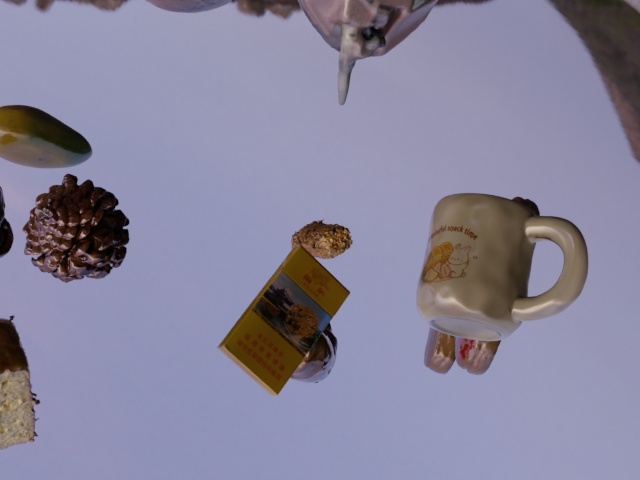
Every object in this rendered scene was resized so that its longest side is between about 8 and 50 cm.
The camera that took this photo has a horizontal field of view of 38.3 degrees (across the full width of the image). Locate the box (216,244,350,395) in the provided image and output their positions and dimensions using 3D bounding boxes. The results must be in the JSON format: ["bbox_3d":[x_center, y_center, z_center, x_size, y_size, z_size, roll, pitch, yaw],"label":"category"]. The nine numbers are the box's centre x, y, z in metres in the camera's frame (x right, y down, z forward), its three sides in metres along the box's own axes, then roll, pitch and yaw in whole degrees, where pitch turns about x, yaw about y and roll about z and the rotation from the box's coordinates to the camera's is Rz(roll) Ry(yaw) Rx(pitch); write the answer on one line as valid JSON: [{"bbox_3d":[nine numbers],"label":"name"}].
[{"bbox_3d":[-0.039,0.089,1.046,0.087,0.023,0.155,42,-116,-12],"label":"box"}]

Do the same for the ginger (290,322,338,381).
[{"bbox_3d":[-0.027,0.187,1.611,0.309,0.107,0.132,39,-135,-80],"label":"ginger"}]

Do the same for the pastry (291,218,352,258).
[{"bbox_3d":[0.000,0.000,1.632,0.056,0.080,0.140,58,166,-16],"label":"pastry"}]

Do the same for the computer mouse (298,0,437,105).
[{"bbox_3d":[0.058,-0.324,0.879,0.200,0.388,0.115,1,-159,-34],"label":"computer mouse"}]

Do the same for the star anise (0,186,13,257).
[{"bbox_3d":[-0.624,0.014,1.680,0.103,0.272,0.272,26,-154,-8],"label":"star anise"}]

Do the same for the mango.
[{"bbox_3d":[-0.574,-0.198,1.845,0.237,0.137,0.091,34,-138,-56],"label":"mango"}]

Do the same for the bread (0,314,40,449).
[{"bbox_3d":[-0.594,0.231,1.573,0.195,0.340,0.178,-10,-123,-22],"label":"bread"}]

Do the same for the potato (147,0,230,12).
[{"bbox_3d":[-0.228,-0.471,1.659,0.239,0.115,0.299,-15,-166,-20],"label":"potato"}]

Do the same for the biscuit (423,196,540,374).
[{"bbox_3d":[0.284,0.091,1.765,0.076,0.368,0.394,19,180,-5],"label":"biscuit"}]

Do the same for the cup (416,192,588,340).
[{"bbox_3d":[0.287,0.051,1.453,0.255,0.202,0.173,8,163,16],"label":"cup"}]

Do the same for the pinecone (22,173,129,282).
[{"bbox_3d":[-0.362,-0.008,1.393,0.174,0.173,0.173,32,-155,-17],"label":"pinecone"}]
